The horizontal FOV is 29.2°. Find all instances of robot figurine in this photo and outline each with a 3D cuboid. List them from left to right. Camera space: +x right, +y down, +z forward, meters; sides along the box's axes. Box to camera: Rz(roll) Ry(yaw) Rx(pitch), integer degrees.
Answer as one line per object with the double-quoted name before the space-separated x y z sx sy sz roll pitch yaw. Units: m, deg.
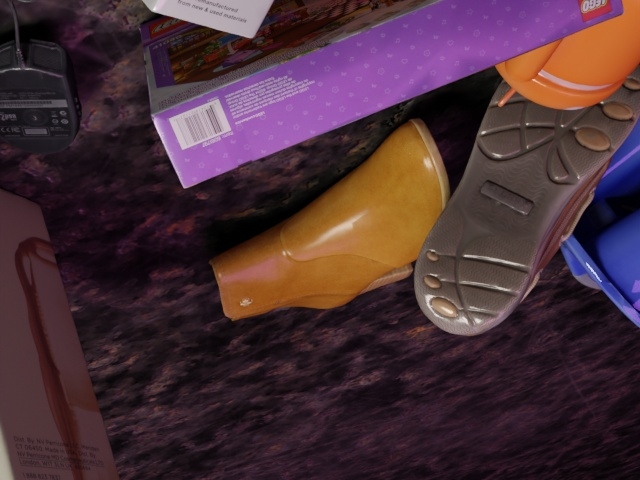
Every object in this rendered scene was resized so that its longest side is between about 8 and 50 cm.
"robot figurine" 0.209 -0.190 0.951 0.128 0.158 0.219 12 144 -13

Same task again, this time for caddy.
"caddy" 0.344 -0.007 1.272 0.179 0.241 0.341 -39 148 23

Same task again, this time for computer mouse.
"computer mouse" -0.206 -0.144 0.838 0.071 0.041 0.242 1 146 -3

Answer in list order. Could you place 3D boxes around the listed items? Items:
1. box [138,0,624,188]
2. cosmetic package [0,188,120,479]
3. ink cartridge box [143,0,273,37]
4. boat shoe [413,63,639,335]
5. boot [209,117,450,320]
"box" 0.026 -0.146 0.824 0.293 0.201 0.057 -21 117 0
"cosmetic package" -0.277 0.112 0.968 0.153 0.296 0.129 -31 153 21
"ink cartridge box" -0.050 -0.219 0.652 0.072 0.127 0.175 7 124 -43
"boat shoe" 0.189 -0.058 1.102 0.324 0.123 0.116 -54 163 -5
"boot" 0.000 -0.001 1.177 0.211 0.104 0.295 -15 157 -14
